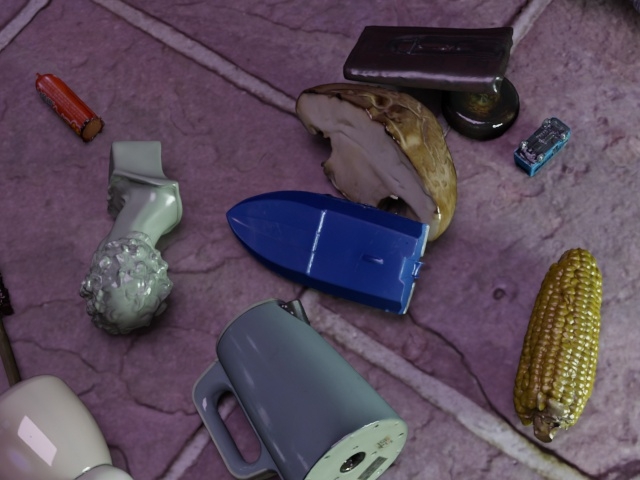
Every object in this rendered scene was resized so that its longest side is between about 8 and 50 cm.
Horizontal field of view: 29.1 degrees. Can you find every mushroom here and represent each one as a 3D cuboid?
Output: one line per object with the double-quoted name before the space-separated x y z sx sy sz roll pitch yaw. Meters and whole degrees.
"mushroom" 0.105 -0.128 1.706 0.151 0.156 0.286 -28 65 -37

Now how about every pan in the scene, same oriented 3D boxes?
"pan" 0.190 -0.223 1.784 0.212 0.040 0.115 30 64 19

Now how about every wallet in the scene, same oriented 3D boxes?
"wallet" 0.156 -0.266 1.765 0.229 0.049 0.182 4 34 13

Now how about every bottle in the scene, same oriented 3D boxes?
"bottle" -0.310 0.292 1.511 0.147 0.147 0.236 -41 68 -14

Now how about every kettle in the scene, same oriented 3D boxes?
"kettle" -0.042 0.212 1.540 0.210 0.160 0.243 -50 57 13

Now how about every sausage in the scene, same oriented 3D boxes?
"sausage" -0.383 -0.207 1.836 0.145 0.050 0.048 44 116 24

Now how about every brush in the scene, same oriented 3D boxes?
"brush" -0.432 0.112 1.675 0.036 0.043 0.248 -26 61 0

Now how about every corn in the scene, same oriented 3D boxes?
"corn" 0.303 0.130 1.555 0.097 0.097 0.262 10 63 12

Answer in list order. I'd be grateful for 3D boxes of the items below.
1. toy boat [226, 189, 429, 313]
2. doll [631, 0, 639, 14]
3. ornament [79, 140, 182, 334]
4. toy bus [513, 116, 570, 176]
"toy boat" 0.000 0.000 1.660 0.295 0.088 0.129 16 94 24
"doll" 0.472 -0.377 1.785 0.287 0.151 0.151 40 73 16
"ornament" -0.250 -0.013 1.674 0.120 0.130 0.285 8 63 -4
"toy bus" 0.310 -0.131 1.719 0.083 0.046 0.038 -42 65 -12
